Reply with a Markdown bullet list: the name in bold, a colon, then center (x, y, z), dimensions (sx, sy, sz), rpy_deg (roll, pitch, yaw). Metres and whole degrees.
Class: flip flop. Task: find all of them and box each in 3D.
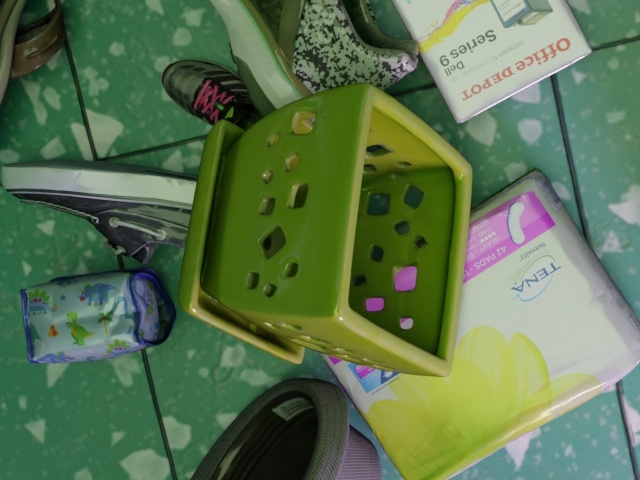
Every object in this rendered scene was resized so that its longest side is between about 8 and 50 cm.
- **flip flop**: center (-0.317, -0.203, 1.546), dimensions (0.080, 0.112, 0.277), rpy_deg (17, 99, -20)

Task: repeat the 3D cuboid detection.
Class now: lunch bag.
- **lunch bag**: center (-0.231, 0.080, 1.544), dimensions (0.128, 0.151, 0.096), rpy_deg (-8, 82, 9)

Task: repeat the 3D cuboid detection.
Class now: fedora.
- **fedora**: center (-0.034, 0.280, 1.530), dimensions (0.124, 0.244, 0.275), rpy_deg (34, 93, -26)

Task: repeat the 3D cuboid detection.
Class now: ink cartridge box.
- **ink cartridge box**: center (0.157, -0.245, 1.467), dimensions (0.154, 0.093, 0.212), rpy_deg (-27, 95, 11)

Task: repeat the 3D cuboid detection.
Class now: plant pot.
- **plant pot**: center (0.000, 0.000, 1.393), dimensions (0.207, 0.228, 0.227), rpy_deg (-4, 70, 33)

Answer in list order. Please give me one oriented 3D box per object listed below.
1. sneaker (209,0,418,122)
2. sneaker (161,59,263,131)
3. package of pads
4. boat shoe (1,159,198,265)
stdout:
- **sneaker**: center (-0.035, -0.297, 1.440), dimensions (0.182, 0.158, 0.410), rpy_deg (-26, 102, 30)
- **sneaker**: center (-0.094, -0.137, 1.528), dimensions (0.170, 0.075, 0.063), rpy_deg (32, 102, 3)
- **package of pads**: center (0.164, 0.099, 1.511), dimensions (0.296, 0.101, 0.229), rpy_deg (-34, 92, 12)
- **boat shoe**: center (-0.193, -0.025, 1.550), dimensions (0.301, 0.108, 0.102), rpy_deg (7, 98, 0)
